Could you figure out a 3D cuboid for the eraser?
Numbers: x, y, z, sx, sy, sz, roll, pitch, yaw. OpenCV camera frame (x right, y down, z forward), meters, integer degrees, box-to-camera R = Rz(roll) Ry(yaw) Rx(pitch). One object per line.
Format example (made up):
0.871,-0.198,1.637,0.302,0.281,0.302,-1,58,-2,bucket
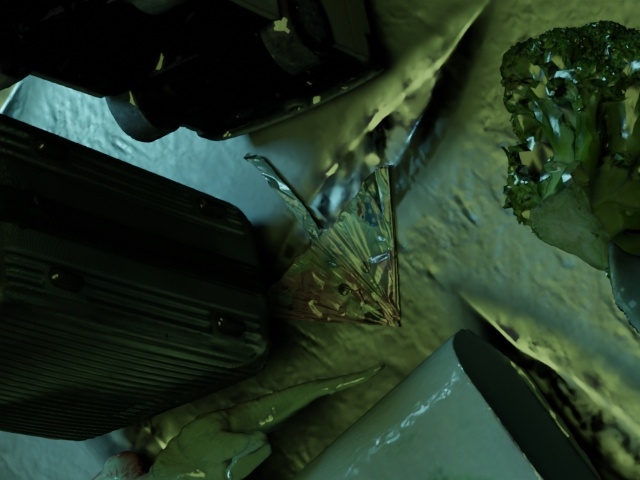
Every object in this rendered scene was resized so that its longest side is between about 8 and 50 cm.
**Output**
0.061,0.190,1.179,0.227,0.081,0.174,-44,68,22,eraser

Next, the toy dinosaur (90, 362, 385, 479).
-0.062,0.133,1.239,0.242,0.167,0.053,-44,116,11,toy dinosaur

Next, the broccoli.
0.170,-0.047,1.086,0.146,0.138,0.162,10,135,32,broccoli

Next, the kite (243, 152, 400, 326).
0.000,0.000,1.241,0.139,0.011,0.157,-46,73,20,kite

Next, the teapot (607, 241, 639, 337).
0.297,0.017,0.990,0.285,0.305,0.223,-50,39,16,teapot

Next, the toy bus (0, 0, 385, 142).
-0.104,-0.172,1.125,0.143,0.305,0.179,-22,70,27,toy bus

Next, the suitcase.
-0.186,0.032,1.170,0.202,0.312,0.128,-23,66,30,suitcase
